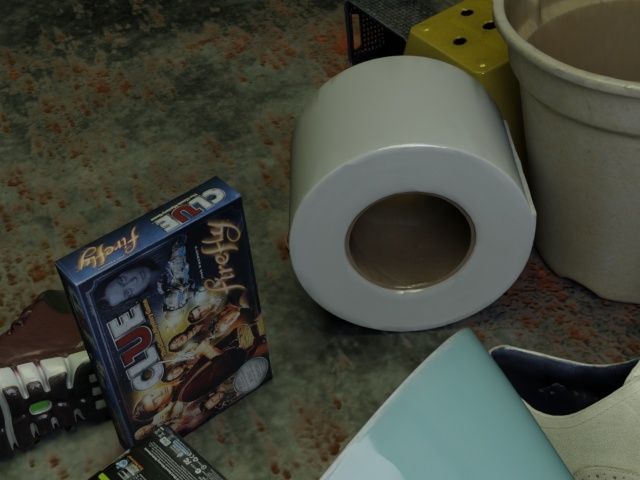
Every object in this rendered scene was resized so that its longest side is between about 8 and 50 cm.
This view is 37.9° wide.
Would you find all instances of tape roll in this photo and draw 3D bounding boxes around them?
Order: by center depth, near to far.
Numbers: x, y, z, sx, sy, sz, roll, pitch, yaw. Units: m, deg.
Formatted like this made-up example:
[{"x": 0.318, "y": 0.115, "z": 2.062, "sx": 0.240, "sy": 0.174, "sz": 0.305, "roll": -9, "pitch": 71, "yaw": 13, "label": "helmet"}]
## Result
[{"x": 0.088, "y": -0.047, "z": 0.981, "sx": 0.246, "sy": 0.246, "sz": 0.169, "roll": -5, "pitch": 40, "yaw": 2, "label": "tape roll"}]

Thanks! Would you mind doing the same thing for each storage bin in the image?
[{"x": 0.117, "y": -0.277, "z": 1.343, "sx": 0.084, "sy": 0.122, "sz": 0.180, "roll": -23, "pitch": 43, "yaw": -18, "label": "storage bin"}]

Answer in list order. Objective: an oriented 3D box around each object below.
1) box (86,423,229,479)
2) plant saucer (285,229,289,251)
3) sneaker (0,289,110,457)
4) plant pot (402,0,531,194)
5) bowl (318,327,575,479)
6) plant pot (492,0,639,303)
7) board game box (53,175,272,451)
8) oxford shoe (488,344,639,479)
[{"x": -0.146, "y": 0.270, "z": 0.795, "sx": 0.184, "sy": 0.045, "sz": 0.191, "roll": -37, "pitch": 49, "yaw": -28, "label": "box"}, {"x": 0.000, "y": 0.000, "z": 1.116, "sx": 0.084, "sy": 0.013, "sz": 0.083, "roll": -4, "pitch": 39, "yaw": 4, "label": "plant saucer"}, {"x": -0.326, "y": 0.131, "z": 0.953, "sx": 0.282, "sy": 0.106, "sz": 0.162, "roll": -11, "pitch": 34, "yaw": -21, "label": "sneaker"}, {"x": 0.215, "y": -0.187, "z": 1.155, "sx": 0.212, "sy": 0.187, "sz": 0.212, "roll": -30, "pitch": 44, "yaw": -15, "label": "plant pot"}, {"x": 0.072, "y": 0.230, "z": 0.648, "sx": 0.163, "sy": 0.311, "sz": 0.311, "roll": 37, "pitch": 54, "yaw": 16, "label": "bowl"}, {"x": 0.345, "y": -0.114, "z": 0.976, "sx": 0.334, "sy": 0.305, "sz": 0.333, "roll": -4, "pitch": 41, "yaw": 4, "label": "plant pot"}, {"x": -0.133, "y": 0.080, "z": 0.862, "sx": 0.165, "sy": 0.243, "sz": 0.042, "roll": -31, "pitch": 47, "yaw": -25, "label": "board game box"}, {"x": 0.276, "y": 0.162, "z": 0.683, "sx": 0.397, "sy": 0.146, "sz": 0.140, "roll": 1, "pitch": 20, "yaw": 43, "label": "oxford shoe"}]
